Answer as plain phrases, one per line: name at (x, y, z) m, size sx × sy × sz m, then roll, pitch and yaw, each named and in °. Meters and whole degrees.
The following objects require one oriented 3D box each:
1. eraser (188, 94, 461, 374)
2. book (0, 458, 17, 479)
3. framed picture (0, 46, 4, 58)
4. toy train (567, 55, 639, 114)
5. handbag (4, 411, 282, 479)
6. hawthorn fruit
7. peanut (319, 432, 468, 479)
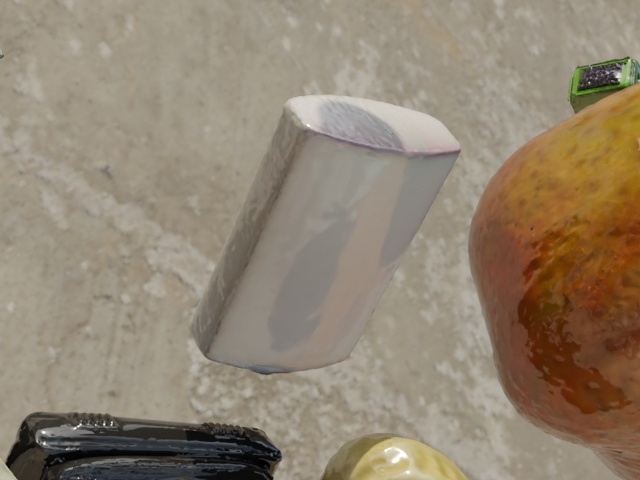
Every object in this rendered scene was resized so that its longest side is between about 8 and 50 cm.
eraser at (0.000, 0.000, 1.031) m, size 0.174 × 0.270 × 0.095 m, roll 2°, pitch 40°, yaw -34°
book at (-0.316, 0.056, 0.338) m, size 0.389 × 0.032 × 0.269 m, roll -9°, pitch 41°, yaw -47°
framed picture at (-0.522, -0.234, 1.223) m, size 0.018 × 0.293 × 0.231 m, roll 75°, pitch -12°, yaw -66°
toy train at (0.405, -0.188, 1.352) m, size 0.081 × 0.202 × 0.060 m, roll 45°, pitch 48°, yaw -45°
handbag at (-0.184, 0.285, 1.062) m, size 0.275 × 0.244 × 0.088 m, roll 9°, pitch 21°, yaw -35°
hawthorn fruit at (0.405, 0.042, 1.155) m, size 0.472 × 0.472 × 0.471 m, roll 32°, pitch 44°, yaw -38°
peanut at (0.123, 0.324, 0.992) m, size 0.340 × 0.158 × 0.174 m, roll 47°, pitch 9°, yaw 2°
